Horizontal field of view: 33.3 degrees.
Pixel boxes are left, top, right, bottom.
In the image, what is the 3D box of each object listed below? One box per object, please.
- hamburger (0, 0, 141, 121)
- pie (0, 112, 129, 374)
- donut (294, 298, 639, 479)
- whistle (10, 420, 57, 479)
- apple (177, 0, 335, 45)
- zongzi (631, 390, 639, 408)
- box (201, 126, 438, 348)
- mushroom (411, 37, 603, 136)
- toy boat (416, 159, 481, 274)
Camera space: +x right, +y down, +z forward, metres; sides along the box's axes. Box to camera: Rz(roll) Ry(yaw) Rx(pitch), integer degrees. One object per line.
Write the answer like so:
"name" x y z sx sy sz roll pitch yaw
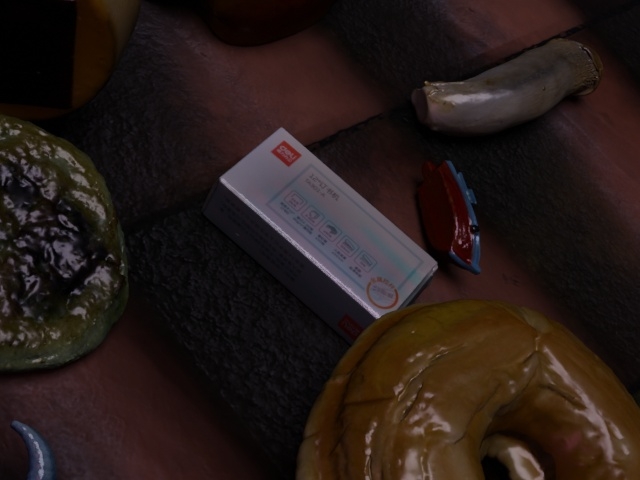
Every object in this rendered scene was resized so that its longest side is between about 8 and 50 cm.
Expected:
"hamburger" -0.345 -0.269 1.164 0.300 0.300 0.176 11 47 -19
"pie" -0.340 0.003 1.121 0.323 0.070 0.323 14 53 -19
"donut" 0.180 0.260 1.114 0.449 0.198 0.449 14 54 -20
"whistle" -0.290 0.263 0.946 0.269 0.093 0.180 43 75 9
"apple" -0.115 -0.446 1.518 0.328 0.295 0.365 1 45 21
"zongzi" 0.451 0.245 1.355 0.119 0.055 0.109 12 55 -33
"box" 0.000 0.000 1.283 0.269 0.079 0.135 41 50 5
"mushroom" 0.283 -0.224 1.579 0.351 0.095 0.123 -20 48 -36
"toy boat" 0.174 -0.030 1.397 0.058 0.069 0.173 16 45 -32
